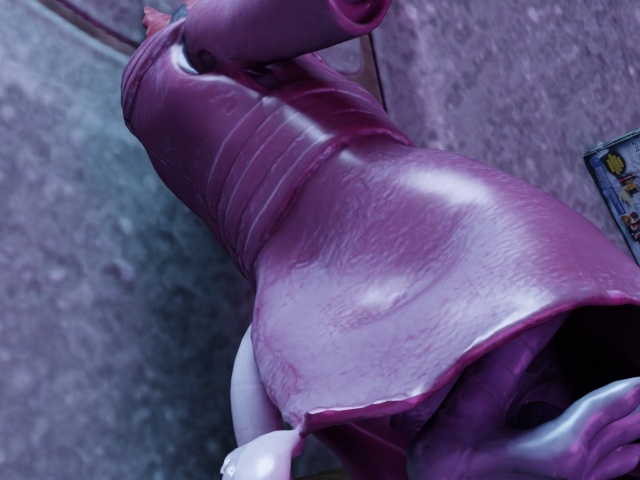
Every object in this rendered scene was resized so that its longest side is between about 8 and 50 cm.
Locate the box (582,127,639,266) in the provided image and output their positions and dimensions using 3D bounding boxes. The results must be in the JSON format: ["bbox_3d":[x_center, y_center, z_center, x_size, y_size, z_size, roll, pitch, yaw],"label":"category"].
[{"bbox_3d":[0.245,-0.015,0.841,0.027,0.094,0.137,-32,95,-43],"label":"box"}]

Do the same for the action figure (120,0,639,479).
[{"bbox_3d":[0.000,0.000,0.551,0.275,0.248,0.370,-29,54,-21],"label":"action figure"}]

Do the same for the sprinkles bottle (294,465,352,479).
[{"bbox_3d":[-0.044,0.166,0.512,0.355,0.121,0.121,-7,79,-41],"label":"sprinkles bottle"}]
